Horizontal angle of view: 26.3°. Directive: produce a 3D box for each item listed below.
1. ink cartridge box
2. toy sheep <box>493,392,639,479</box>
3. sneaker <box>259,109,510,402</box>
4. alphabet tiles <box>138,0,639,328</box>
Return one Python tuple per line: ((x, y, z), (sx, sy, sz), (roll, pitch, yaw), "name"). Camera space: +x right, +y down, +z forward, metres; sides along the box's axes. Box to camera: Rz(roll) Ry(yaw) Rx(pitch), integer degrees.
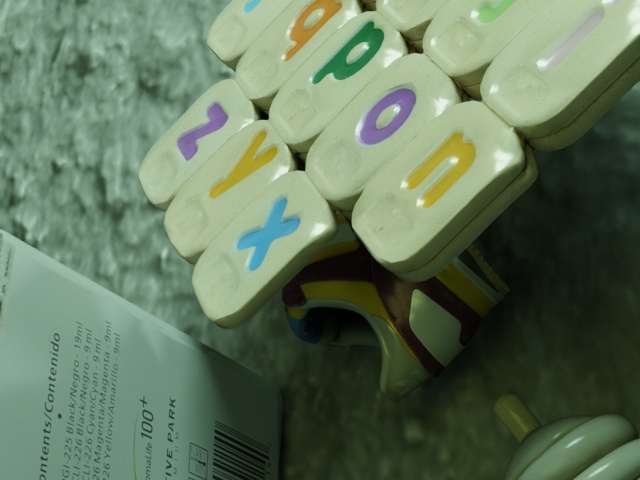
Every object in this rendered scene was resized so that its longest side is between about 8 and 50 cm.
((-0.218, 0.110, 0.611), (0.309, 0.272, 0.130), (-16, 58, 28), "ink cartridge box")
((0.106, 0.111, 0.513), (0.091, 0.091, 0.132), (-44, 68, 7), "toy sheep")
((0.000, 0.000, 0.653), (0.084, 0.069, 0.185), (-49, 48, -4), "sneaker")
((0.034, -0.091, 0.607), (0.278, 0.021, 0.284), (-45, 32, 6), "alphabet tiles")
